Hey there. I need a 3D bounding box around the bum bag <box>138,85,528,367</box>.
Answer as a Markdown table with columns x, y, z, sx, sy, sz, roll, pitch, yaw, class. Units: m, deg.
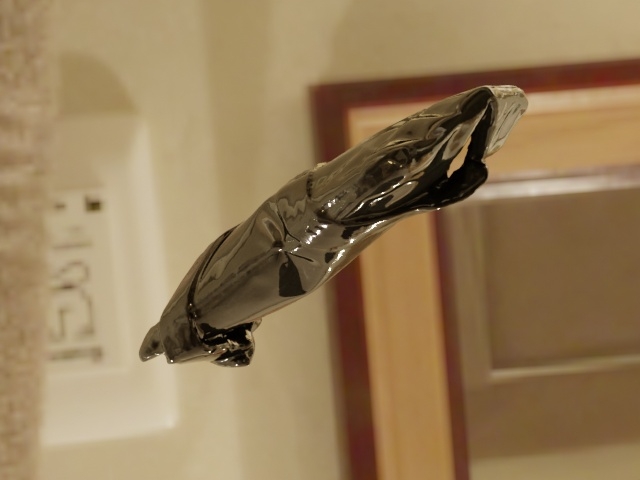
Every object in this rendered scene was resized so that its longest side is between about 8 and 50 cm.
| x | y | z | sx | sy | sz | roll | pitch | yaw | class |
| --- | --- | --- | --- | --- | --- | --- | --- | --- | --- |
| 0.000 | 0.000 | 0.732 | 0.198 | 0.049 | 0.087 | -36 | 177 | 37 | bum bag |
